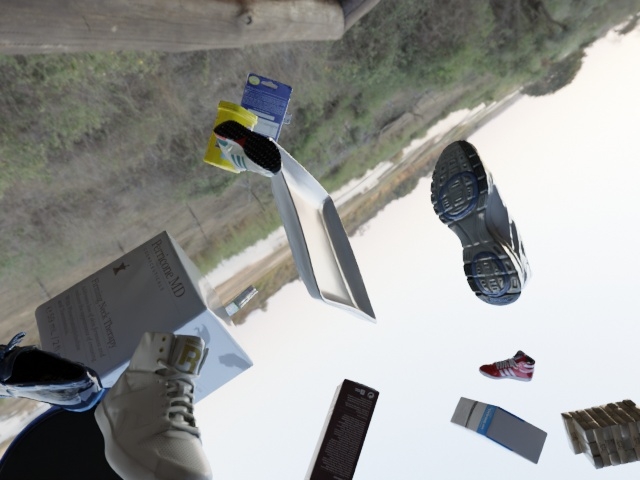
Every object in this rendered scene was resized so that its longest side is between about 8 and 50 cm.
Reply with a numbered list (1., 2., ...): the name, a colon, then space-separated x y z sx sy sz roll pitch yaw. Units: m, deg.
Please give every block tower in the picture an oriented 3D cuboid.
1. block tower: 0.702 0.387 0.973 0.336 0.090 0.097 -16 -177 8

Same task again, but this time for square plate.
1. square plate: 0.000 0.000 0.965 0.049 0.347 0.344 -26 156 15

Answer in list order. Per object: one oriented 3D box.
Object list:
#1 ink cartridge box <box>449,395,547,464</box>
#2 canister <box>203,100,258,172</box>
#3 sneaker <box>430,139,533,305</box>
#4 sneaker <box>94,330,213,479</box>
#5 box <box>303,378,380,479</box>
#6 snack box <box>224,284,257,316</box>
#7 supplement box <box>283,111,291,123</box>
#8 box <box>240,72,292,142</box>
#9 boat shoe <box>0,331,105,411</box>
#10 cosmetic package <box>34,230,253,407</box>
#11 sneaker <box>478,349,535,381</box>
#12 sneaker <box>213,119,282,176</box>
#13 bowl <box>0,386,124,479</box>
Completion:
1. ink cartridge box: 0.454 0.484 1.201 0.085 0.148 0.203 -62 -177 -14
2. canister: -0.250 -0.283 1.287 0.126 0.073 0.169 12 96 -63
3. sneaker: 0.289 -0.036 0.826 0.111 0.296 0.129 -20 175 43
4. sneaker: -0.204 0.209 0.621 0.293 0.108 0.169 12 -109 50
5. box: 0.065 0.685 1.576 0.191 0.143 0.381 106 5 -63
6. snack box: -0.289 0.217 1.601 0.100 0.037 0.141 -39 -176 26
7. supplement box: -0.151 -0.438 1.609 0.062 0.098 0.036 3 114 -33
8. box: -0.177 -0.384 1.398 0.036 0.137 0.225 -88 -162 -52
9. boat shoe: -0.485 0.204 0.769 0.109 0.259 0.089 -82 179 -49
10. cosmetic package: -0.459 0.259 1.238 0.394 0.329 0.327 -33 140 -9
11. sneaker: 0.418 0.277 1.033 0.119 0.066 0.042 4 -150 5
12. sneaker: -0.123 -0.148 0.818 0.057 0.161 0.075 -41 151 -24
13. bowl: -0.409 0.469 0.834 0.391 0.391 0.077 -38 166 -6
